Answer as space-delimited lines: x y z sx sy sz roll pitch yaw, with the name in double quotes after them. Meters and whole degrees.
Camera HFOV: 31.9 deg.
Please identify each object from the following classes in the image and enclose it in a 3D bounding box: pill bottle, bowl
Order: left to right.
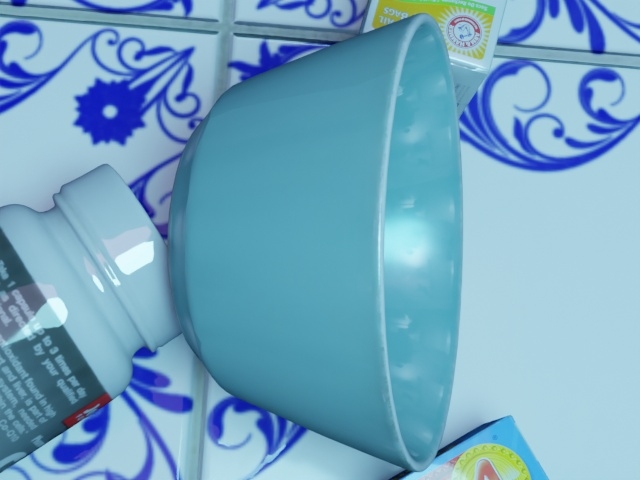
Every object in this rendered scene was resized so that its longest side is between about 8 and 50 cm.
-0.236 0.076 0.791 0.283 0.161 0.161 -33 81 -12 "pill bottle"
0.000 0.000 0.786 0.163 0.311 0.311 1 75 15 "bowl"

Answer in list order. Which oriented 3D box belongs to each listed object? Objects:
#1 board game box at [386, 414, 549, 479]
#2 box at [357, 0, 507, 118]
0.078 0.331 0.794 0.308 0.086 0.302 -29 81 -11 "board game box"
0.099 -0.218 0.921 0.103 0.114 0.203 16 73 -2 "box"
